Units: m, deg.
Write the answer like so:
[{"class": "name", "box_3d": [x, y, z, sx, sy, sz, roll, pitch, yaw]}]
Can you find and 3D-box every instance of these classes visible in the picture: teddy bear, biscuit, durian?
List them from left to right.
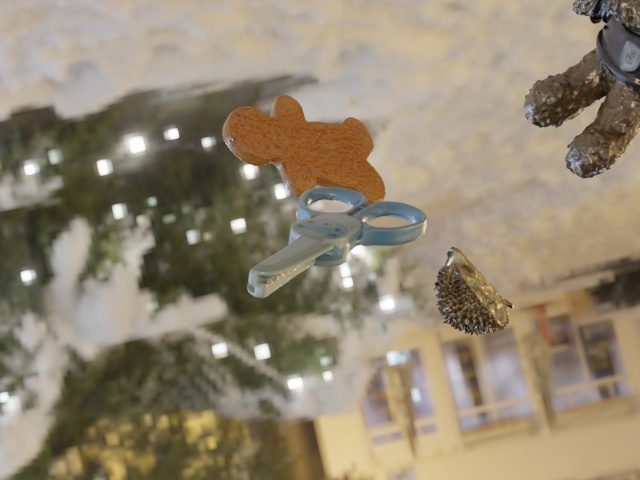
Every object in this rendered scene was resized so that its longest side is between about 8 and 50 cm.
[{"class": "biscuit", "box_3d": [-0.028, -0.125, 2.291, 0.250, 0.165, 0.036, 10, 142, -32]}, {"class": "durian", "box_3d": [0.177, 0.071, 1.984, 0.071, 0.110, 0.140, -33, 144, 24]}, {"class": "teddy bear", "box_3d": [0.321, -0.196, 1.728, 0.129, 0.182, 0.251, 2, 126, -46]}]

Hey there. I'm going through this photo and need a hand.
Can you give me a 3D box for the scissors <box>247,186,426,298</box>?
[{"class": "scissors", "box_3d": [0.000, 0.000, 1.493, 0.125, 0.030, 0.256, 16, -158, 22]}]
